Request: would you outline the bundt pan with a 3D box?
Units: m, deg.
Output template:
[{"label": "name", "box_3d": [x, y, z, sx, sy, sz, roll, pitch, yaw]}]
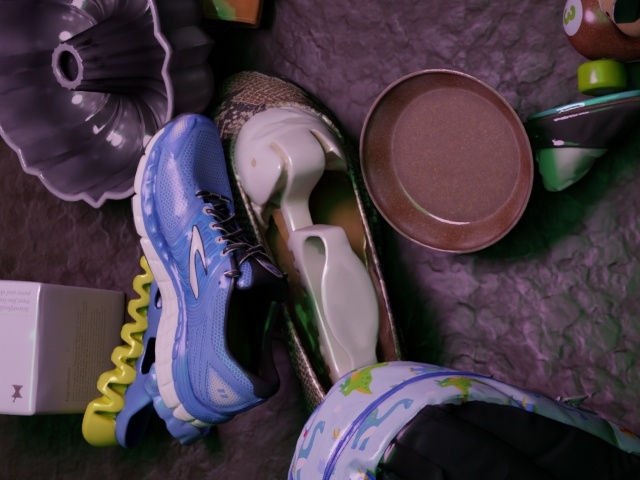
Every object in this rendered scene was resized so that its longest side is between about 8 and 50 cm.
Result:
[{"label": "bundt pan", "box_3d": [-0.250, -0.211, 1.489, 0.331, 0.124, 0.330, 13, 112, 35]}]

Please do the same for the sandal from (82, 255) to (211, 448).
[{"label": "sandal", "box_3d": [-0.160, 0.109, 1.487, 0.138, 0.126, 0.317, 20, 98, 13]}]

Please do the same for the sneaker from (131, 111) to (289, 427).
[{"label": "sneaker", "box_3d": [-0.098, 0.022, 1.337, 0.147, 0.130, 0.329, -16, 80, 35]}]

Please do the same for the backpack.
[{"label": "backpack", "box_3d": [0.141, 0.256, 1.215, 0.273, 0.356, 0.290, 30, 95, 47]}]

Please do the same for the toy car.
[{"label": "toy car", "box_3d": [0.306, -0.244, 1.284, 0.149, 0.188, 0.155, -4, 82, 22]}]

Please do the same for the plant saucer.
[{"label": "plant saucer", "box_3d": [0.136, -0.085, 1.344, 0.199, 0.036, 0.198, 11, 112, 29]}]

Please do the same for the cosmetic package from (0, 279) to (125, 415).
[{"label": "cosmetic package", "box_3d": [-0.346, 0.127, 1.518, 0.151, 0.184, 0.151, 1, 84, 22]}]

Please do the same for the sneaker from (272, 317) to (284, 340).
[{"label": "sneaker", "box_3d": [-0.074, 0.074, 1.453, 0.042, 0.118, 0.067, 7, 82, 53]}]

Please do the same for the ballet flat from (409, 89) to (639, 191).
[{"label": "ballet flat", "box_3d": [0.222, -0.097, 1.364, 0.281, 0.095, 0.096, -5, 92, 32]}]

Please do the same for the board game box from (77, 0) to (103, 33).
[{"label": "board game box", "box_3d": [-0.279, -0.357, 1.566, 0.145, 0.027, 0.281, 47, 128, 21]}]

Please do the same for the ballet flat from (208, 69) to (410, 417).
[{"label": "ballet flat", "box_3d": [0.000, 0.000, 1.387, 0.164, 0.182, 0.482, -17, 76, -7]}]

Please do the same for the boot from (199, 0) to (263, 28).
[{"label": "boot", "box_3d": [-0.176, -0.367, 1.559, 0.284, 0.109, 0.220, 7, 93, 19]}]
